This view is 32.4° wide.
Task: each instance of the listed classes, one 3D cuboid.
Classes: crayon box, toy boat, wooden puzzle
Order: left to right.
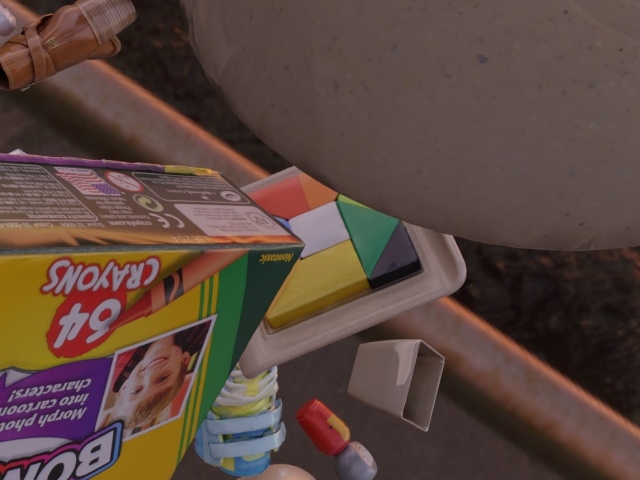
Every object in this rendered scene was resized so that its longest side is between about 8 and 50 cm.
[{"bbox_3d":[-0.214,0.105,0.648,0.106,0.313,0.363,40,22,28],"label":"crayon box"},{"bbox_3d":[-0.044,0.373,1.566,0.148,0.267,0.318,50,53,-6],"label":"toy boat"},{"bbox_3d":[0.000,0.000,1.093,0.239,0.044,0.221,-25,52,5],"label":"wooden puzzle"}]

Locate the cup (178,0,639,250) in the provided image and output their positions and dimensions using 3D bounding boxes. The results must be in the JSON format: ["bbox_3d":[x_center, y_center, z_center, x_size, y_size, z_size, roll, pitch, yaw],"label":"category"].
[{"bbox_3d":[0.104,-0.197,0.445,0.331,0.237,0.331,2,55,-3],"label":"cup"}]

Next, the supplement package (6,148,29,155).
[{"bbox_3d":[-0.370,0.021,1.370,0.203,0.149,0.194,32,31,8],"label":"supplement package"}]

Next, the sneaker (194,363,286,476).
[{"bbox_3d":[-0.079,0.162,1.268,0.127,0.319,0.208,-8,78,-18],"label":"sneaker"}]

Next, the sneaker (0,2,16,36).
[{"bbox_3d":[-0.572,-0.346,1.683,0.232,0.090,0.115,25,82,18],"label":"sneaker"}]

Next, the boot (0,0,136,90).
[{"bbox_3d":[-0.412,-0.290,1.691,0.220,0.283,0.109,-35,108,-19],"label":"boot"}]

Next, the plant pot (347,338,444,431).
[{"bbox_3d":[0.100,0.193,1.527,0.096,0.109,0.109,9,75,28],"label":"plant pot"}]
